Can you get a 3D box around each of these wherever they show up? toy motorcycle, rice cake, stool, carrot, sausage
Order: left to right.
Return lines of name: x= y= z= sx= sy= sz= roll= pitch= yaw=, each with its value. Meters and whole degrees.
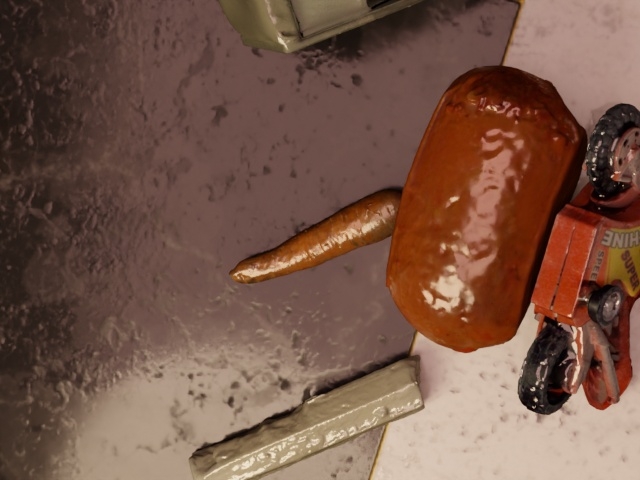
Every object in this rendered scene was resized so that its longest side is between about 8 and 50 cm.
rice cake: x=-0.011 y=0.185 z=1.627 sx=0.256 sy=0.052 sz=0.057 roll=-24 pitch=62 yaw=9
carrot: x=0.000 y=0.000 z=1.613 sx=0.191 sy=0.047 sz=0.047 roll=-23 pitch=92 yaw=13
stool: x=0.023 y=-0.324 z=1.455 sx=0.270 sy=0.170 sz=0.243 roll=-23 pitch=105 yaw=-11
sausage: x=0.150 y=-0.028 z=1.531 sx=0.141 sy=0.153 sz=0.268 roll=19 pitch=97 yaw=16
toy motorcycle: x=0.263 y=0.022 z=1.521 sx=0.089 sy=0.171 sz=0.298 roll=21 pitch=103 yaw=31
